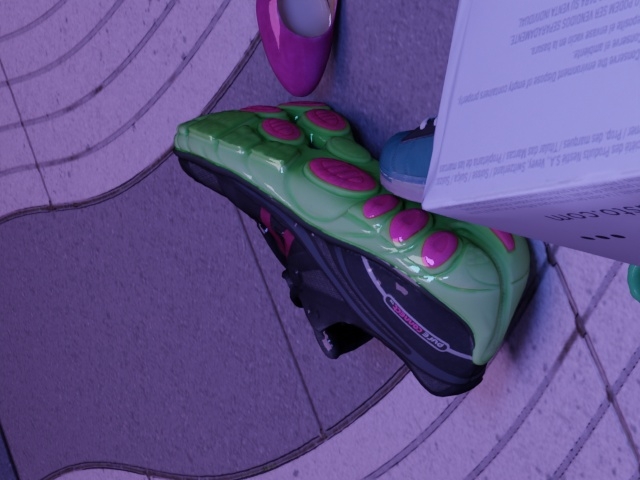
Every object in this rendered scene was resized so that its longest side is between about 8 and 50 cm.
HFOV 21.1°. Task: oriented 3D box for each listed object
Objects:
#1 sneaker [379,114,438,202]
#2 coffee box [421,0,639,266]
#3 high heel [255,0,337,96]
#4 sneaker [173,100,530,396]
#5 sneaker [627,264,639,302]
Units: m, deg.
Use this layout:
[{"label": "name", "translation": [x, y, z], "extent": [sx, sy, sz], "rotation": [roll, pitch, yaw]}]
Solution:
[{"label": "sneaker", "translation": [0.160, -0.093, 1.437], "extent": [0.302, 0.108, 0.121], "rotation": [5, 106, 50]}, {"label": "coffee box", "translation": [0.298, -0.149, 0.841], "extent": [0.338, 0.334, 0.338], "rotation": [-5, 72, 64]}, {"label": "high heel", "translation": [-0.003, -0.257, 1.656], "extent": [0.117, 0.082, 0.244], "rotation": [-156, 71, -65]}, {"label": "sneaker", "translation": [0.000, 0.000, 1.655], "extent": [0.483, 0.185, 0.202], "rotation": [37, 128, 48]}, {"label": "sneaker", "translation": [0.331, 0.066, 1.192], "extent": [0.295, 0.123, 0.109], "rotation": [25, 122, 52]}]
